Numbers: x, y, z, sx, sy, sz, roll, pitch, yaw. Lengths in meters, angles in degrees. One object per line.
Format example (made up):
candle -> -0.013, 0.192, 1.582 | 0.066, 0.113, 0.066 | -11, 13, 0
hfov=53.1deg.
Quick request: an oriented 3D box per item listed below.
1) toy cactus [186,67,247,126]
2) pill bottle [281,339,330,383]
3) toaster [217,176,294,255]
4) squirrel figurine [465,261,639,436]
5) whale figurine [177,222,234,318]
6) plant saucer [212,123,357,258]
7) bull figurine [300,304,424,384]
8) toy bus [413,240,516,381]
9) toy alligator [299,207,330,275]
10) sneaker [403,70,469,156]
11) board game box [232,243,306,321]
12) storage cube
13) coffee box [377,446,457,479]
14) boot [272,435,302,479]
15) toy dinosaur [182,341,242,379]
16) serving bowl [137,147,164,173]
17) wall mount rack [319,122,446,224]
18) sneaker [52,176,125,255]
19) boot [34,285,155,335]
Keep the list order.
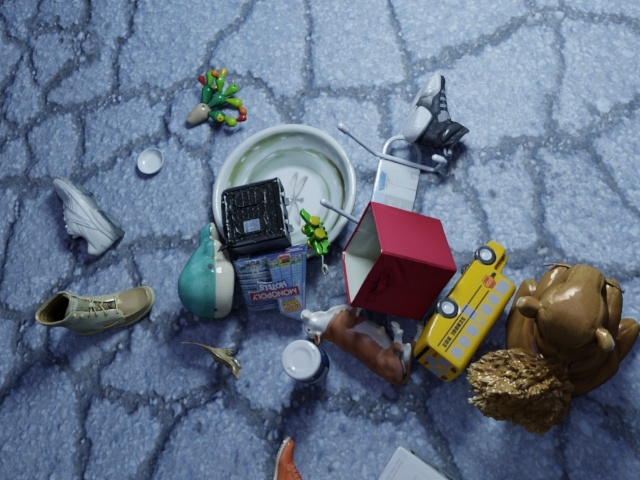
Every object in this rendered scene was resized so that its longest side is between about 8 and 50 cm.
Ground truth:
toy cactus -> -0.321, -0.405, 1.898 | 0.180, 0.112, 0.219 | -32, 76, 13
pill bottle -> -0.029, 0.299, 1.556 | 0.094, 0.169, 0.094 | -4, 72, 12
toaster -> -0.166, -0.054, 1.626 | 0.186, 0.110, 0.168 | -13, 70, 9
squirrel figurine -> 0.493, 0.230, 1.342 | 0.281, 0.370, 0.397 | 31, 82, 20
whale figurine -> -0.305, 0.078, 1.677 | 0.141, 0.216, 0.272 | -2, 48, -14
plant saucer -> -0.092, -0.117, 1.742 | 0.400, 0.100, 0.400 | -4, 72, 12
bull figurine -> 0.103, 0.224, 1.569 | 0.310, 0.101, 0.188 | 32, 120, 13
toy bus -> 0.345, 0.156, 1.491 | 0.130, 0.108, 0.332 | 37, 62, 10
toy alligator -> 0.000, 0.000, 1.605 | 0.051, 0.056, 0.189 | -9, 65, -33
sneaker -> 0.321, -0.331, 1.712 | 0.153, 0.101, 0.268 | 31, 53, -10
board game box -> -0.109, 0.121, 1.629 | 0.194, 0.060, 0.194 | -11, 112, 6
storage cube -> 0.179, 0.051, 1.509 | 0.193, 0.183, 0.215 | 14, 38, -17
coffee box -> 0.222, 0.658, 1.293 | 0.338, 0.334, 0.337 | 32, 81, 19
boot -> -0.073, 0.558, 1.549 | 0.085, 0.059, 0.158 | 10, 84, 13
toy dinosaur -> -0.263, 0.295, 1.656 | 0.183, 0.092, 0.053 | 29, 81, 20
serving bowl -> -0.504, -0.234, 1.918 | 0.083, 0.027, 0.083 | -4, 71, 13
wall mount rack -> 0.155, -0.141, 1.635 | 0.304, 0.130, 0.350 | 15, 76, -8
sneaker -> -0.708, -0.077, 1.880 | 0.129, 0.111, 0.297 | -47, 67, 2
boot -> -0.598, 0.177, 1.715 | 0.262, 0.203, 0.095 | -19, 70, 9
